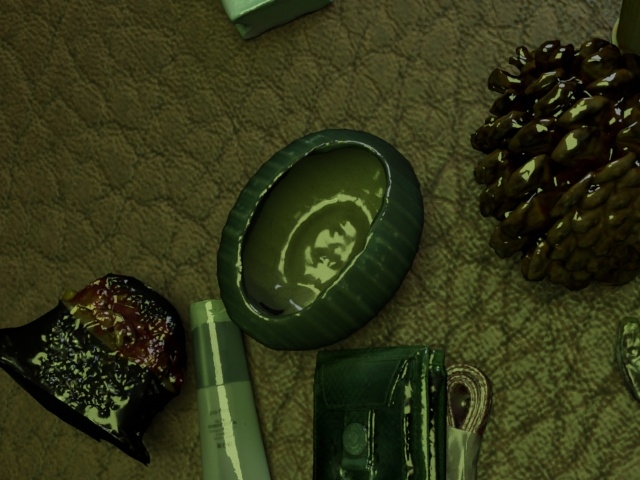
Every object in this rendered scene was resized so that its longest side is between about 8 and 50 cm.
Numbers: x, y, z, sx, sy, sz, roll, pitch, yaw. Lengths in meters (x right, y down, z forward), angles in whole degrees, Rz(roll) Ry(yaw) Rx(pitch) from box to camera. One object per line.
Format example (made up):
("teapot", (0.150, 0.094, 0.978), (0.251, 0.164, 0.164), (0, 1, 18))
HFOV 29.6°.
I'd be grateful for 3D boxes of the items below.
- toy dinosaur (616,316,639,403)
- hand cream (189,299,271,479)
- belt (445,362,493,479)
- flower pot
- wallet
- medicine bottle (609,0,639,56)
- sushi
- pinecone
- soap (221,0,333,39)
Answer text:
("toy dinosaur", (0.433, 0.150, 1.185), (0.294, 0.077, 0.162), (39, 94, 28))
("hand cream", (-0.099, 0.190, 1.285), (0.079, 0.048, 0.255), (-11, 82, 14))
("belt", (0.135, 0.240, 1.232), (0.071, 0.053, 0.232), (3, 79, 15))
("flower pot", (0.000, 0.000, 1.240), (0.189, 0.157, 0.243), (38, 90, 15))
("wallet", (0.054, 0.227, 1.224), (0.160, 0.055, 0.236), (-7, 76, 39))
("medicine bottle", (0.326, -0.228, 1.186), (0.074, 0.218, 0.074), (-2, 80, 11))
("sushi", (-0.219, 0.120, 1.270), (0.172, 0.153, 0.150), (22, 66, 34))
("pinecone", (0.267, -0.079, 1.174), (0.243, 0.243, 0.257), (-1, 61, 10))
("soap", (-0.068, -0.360, 1.343), (0.145, 0.091, 0.231), (-22, 79, 6))
